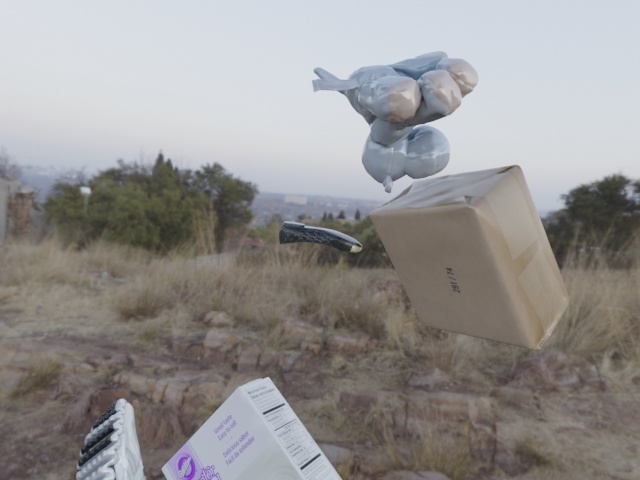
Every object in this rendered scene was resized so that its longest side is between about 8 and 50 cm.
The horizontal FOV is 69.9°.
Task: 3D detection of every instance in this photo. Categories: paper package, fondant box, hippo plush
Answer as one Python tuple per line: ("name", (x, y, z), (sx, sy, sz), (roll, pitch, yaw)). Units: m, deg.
("paper package", (0.305, 0.035, 0.972), (0.168, 0.325, 0.309), (-36, 18, -28))
("fondant box", (-0.088, 0.437, 0.757), (0.330, 0.238, 0.096), (49, 17, 23))
("hippo plush", (0.145, -0.204, 0.871), (0.294, 0.236, 0.234), (-7, 33, 5))

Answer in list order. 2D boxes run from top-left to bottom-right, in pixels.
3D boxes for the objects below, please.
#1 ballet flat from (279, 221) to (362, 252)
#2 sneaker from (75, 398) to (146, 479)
("ballet flat", (0.000, 0.000, 0.940), (0.173, 0.049, 0.057), (13, 12, 3))
("sneaker", (-0.358, 0.429, 0.812), (0.118, 0.110, 0.292), (36, 26, -40))
